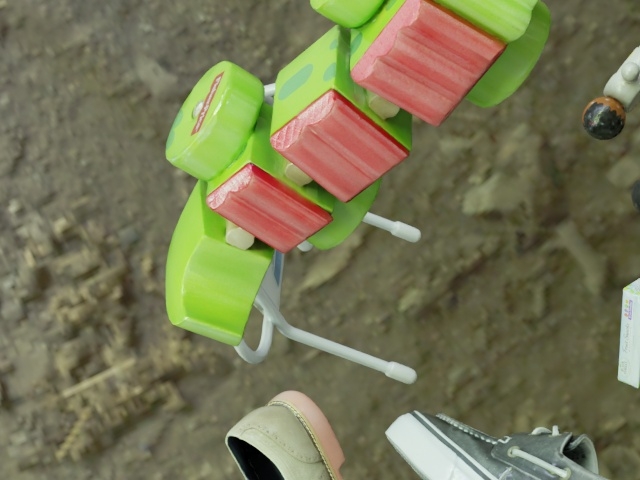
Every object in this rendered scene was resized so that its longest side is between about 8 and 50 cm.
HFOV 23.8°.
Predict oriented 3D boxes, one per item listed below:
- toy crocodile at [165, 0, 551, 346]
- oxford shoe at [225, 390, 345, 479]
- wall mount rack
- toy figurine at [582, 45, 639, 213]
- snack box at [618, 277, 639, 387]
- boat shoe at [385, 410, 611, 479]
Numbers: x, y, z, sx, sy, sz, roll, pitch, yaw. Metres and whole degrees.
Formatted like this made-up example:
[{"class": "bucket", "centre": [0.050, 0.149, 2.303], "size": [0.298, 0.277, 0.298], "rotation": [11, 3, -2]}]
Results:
[{"class": "toy crocodile", "centre": [0.018, -0.074, 0.813], "size": [0.115, 0.105, 0.340], "rotation": [31, 124, -23]}, {"class": "oxford shoe", "centre": [-0.007, 0.408, 2.066], "size": [0.146, 0.397, 0.140], "rotation": [-22, 169, -44]}, {"class": "wall mount rack", "centre": [0.000, 0.000, 1.681], "size": [0.130, 0.350, 0.304], "rotation": [-11, 140, 21]}, {"class": "toy figurine", "centre": [0.411, -0.113, 1.692], "size": [0.148, 0.213, 0.209], "rotation": [-51, 122, -9]}, {"class": "snack box", "centre": [0.439, 0.112, 2.017], "size": [0.100, 0.037, 0.141], "rotation": [-26, 124, -38]}, {"class": "boat shoe", "centre": [0.198, 0.220, 1.303], "size": [0.119, 0.335, 0.121], "rotation": [-51, 137, -9]}]
